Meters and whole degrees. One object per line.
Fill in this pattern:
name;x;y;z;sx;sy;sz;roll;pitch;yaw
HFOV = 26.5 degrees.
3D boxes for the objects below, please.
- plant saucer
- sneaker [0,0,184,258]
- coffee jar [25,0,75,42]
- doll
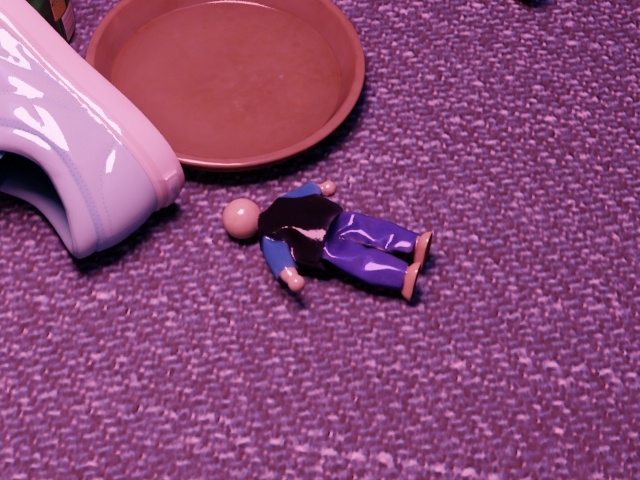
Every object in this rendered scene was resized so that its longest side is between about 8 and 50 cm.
plant saucer;-0.094;-0.168;1.353;0.278;0.041;0.278;1;52;-1
sneaker;-0.301;-0.126;1.225;0.366;0.135;0.150;38;59;11
coffee jar;-0.299;-0.270;1.331;0.096;0.184;0.079;11;53;7
doll;0.000;0.000;1.223;0.189;0.046;0.129;17;53;10
